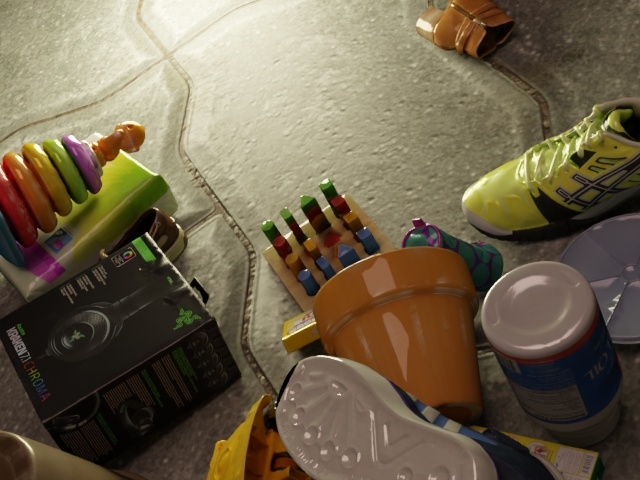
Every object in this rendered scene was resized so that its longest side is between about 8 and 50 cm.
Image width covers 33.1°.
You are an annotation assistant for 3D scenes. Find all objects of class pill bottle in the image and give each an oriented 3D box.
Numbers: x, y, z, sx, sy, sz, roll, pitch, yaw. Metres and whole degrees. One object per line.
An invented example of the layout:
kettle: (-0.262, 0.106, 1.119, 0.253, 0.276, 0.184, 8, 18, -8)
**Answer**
pill bottle: (0.266, 0.135, 1.197, 0.124, 0.221, 0.124, -16, 46, 17)

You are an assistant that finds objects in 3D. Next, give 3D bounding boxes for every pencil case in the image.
pencil case: (0.173, 0.021, 1.406, 0.064, 0.151, 0.070, -11, 70, 40)

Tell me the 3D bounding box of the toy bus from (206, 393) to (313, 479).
toy bus: (-0.037, 0.310, 1.263, 0.211, 0.220, 0.149, -43, 26, 41)

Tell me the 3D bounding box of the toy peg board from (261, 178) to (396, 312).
toy peg board: (0.000, 0.000, 1.574, 0.161, 0.079, 0.161, -35, 43, -3)

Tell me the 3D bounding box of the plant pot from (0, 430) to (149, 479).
plant pot: (-0.340, 0.377, 1.278, 0.323, 0.280, 0.323, -15, 46, 16)

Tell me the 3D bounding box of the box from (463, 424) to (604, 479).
box: (0.220, 0.276, 1.227, 0.179, 0.043, 0.105, 9, 57, 32)

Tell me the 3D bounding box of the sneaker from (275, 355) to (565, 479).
sneaker: (0.121, 0.240, 1.140, 0.322, 0.236, 0.130, 20, 83, 50)

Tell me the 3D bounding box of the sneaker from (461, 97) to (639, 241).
sneaker: (0.358, -0.114, 1.419, 0.384, 0.147, 0.145, -19, 46, 23)

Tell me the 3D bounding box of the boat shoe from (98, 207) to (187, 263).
boat shoe: (-0.326, 0.051, 1.698, 0.095, 0.095, 0.257, 21, 64, 40)

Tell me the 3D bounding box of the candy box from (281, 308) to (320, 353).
candy box: (0.043, 0.086, 1.472, 0.205, 0.027, 0.105, -28, 6, 4)

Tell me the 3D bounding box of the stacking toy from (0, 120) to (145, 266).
stacking toy: (-0.414, -0.110, 1.727, 0.301, 0.166, 0.175, -31, 59, -16)

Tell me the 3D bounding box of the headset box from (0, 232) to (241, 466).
headset box: (-0.282, 0.151, 1.536, 0.283, 0.131, 0.246, -31, 42, -12)

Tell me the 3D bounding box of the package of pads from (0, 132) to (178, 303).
package of pads: (-0.414, -0.031, 1.820, 0.296, 0.101, 0.229, -43, 46, -13)

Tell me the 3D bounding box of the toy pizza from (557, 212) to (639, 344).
toy pizza: (0.391, 0.049, 1.344, 0.201, 0.032, 0.201, -15, 47, 16)

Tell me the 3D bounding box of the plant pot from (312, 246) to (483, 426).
plant pot: (0.110, 0.140, 1.315, 0.205, 0.205, 0.188, -21, 59, 11)

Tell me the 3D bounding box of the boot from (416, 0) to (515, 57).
boot: (0.268, -0.387, 1.783, 0.197, 0.073, 0.152, -52, 44, -4)
